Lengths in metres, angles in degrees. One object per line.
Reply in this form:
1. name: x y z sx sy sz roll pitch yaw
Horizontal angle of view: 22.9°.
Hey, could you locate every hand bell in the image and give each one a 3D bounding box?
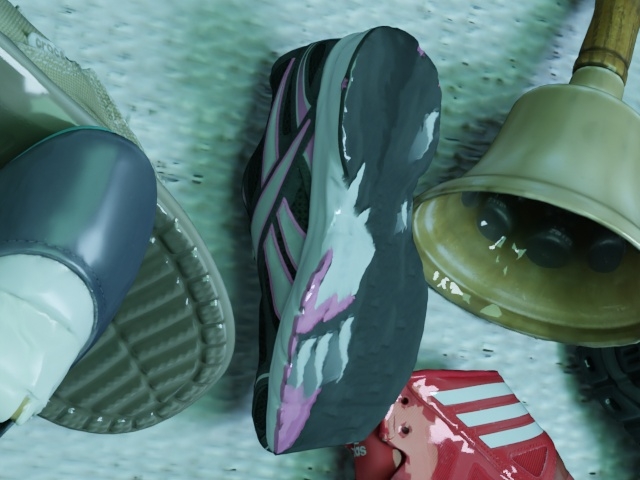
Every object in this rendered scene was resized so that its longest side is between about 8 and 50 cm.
1. hand bell: 0.134 -0.084 0.739 0.126 0.126 0.242 37 60 -26

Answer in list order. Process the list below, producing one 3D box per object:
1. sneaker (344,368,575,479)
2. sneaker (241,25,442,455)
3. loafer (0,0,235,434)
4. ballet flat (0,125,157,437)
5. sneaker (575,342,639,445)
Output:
1. sneaker: 0.019 0.136 0.679 0.221 0.087 0.128 -39 101 -37
2. sneaker: 0.000 0.000 0.660 0.072 0.077 0.178 14 87 -40
3. loafer: -0.120 -0.036 0.576 0.102 0.092 0.268 -29 124 6
4. ballet flat: -0.123 0.051 0.533 0.074 0.074 0.203 38 107 -25
5. sneaker: 0.210 0.080 0.779 0.130 0.109 0.286 -15 92 -53
